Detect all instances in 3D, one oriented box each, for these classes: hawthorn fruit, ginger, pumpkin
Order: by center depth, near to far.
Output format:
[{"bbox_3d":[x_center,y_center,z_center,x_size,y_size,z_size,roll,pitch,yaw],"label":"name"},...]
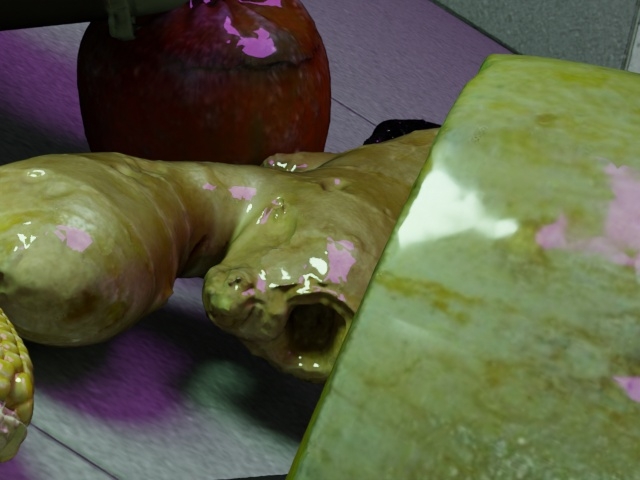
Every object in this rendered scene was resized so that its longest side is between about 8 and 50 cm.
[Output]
[{"bbox_3d":[0.076,0.084,0.639,0.199,0.332,0.332,29,15,-4],"label":"pumpkin"},{"bbox_3d":[-0.019,0.008,1.045,0.363,0.122,0.348,18,26,-10],"label":"ginger"},{"bbox_3d":[-0.072,-0.086,1.211,0.173,0.173,0.173,29,15,-9],"label":"hawthorn fruit"}]

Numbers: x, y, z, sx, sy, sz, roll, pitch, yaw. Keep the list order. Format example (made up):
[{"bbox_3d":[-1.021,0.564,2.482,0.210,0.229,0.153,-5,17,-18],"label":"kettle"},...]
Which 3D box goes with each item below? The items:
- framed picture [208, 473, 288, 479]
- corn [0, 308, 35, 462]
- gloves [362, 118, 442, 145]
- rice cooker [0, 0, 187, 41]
[{"bbox_3d":[0.106,0.193,0.942,0.255,0.014,0.339,40,17,29],"label":"framed picture"},{"bbox_3d":[-0.177,0.029,0.811,0.067,0.067,0.206,19,18,-39],"label":"corn"},{"bbox_3d":[0.066,-0.041,1.429,0.129,0.106,0.181,36,12,8],"label":"gloves"},{"bbox_3d":[-0.202,-0.279,1.070,0.325,0.335,0.335,-7,19,0],"label":"rice cooker"}]
